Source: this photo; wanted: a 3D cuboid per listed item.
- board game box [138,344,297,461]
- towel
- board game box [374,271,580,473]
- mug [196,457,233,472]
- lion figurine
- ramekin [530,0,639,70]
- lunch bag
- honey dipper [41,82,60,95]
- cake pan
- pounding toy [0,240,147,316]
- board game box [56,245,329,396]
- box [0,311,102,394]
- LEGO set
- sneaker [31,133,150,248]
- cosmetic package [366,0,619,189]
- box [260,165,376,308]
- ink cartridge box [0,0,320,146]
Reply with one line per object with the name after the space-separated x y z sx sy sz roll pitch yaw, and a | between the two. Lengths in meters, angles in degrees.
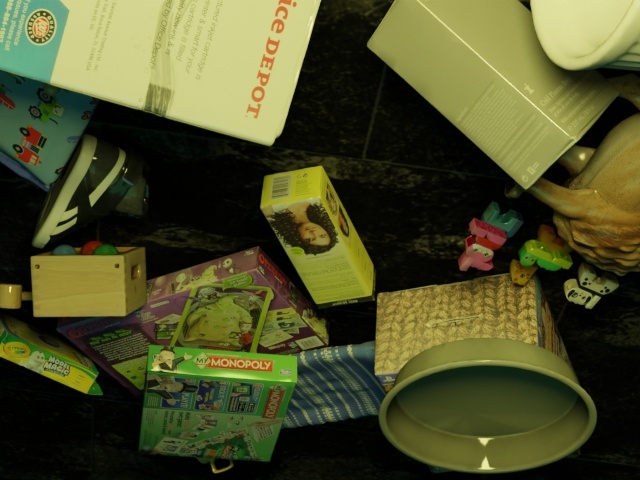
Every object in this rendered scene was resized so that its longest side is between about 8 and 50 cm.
-0.160 0.250 2.155 0.213 0.046 0.317 4 150 -8 | board game box
-0.027 0.235 2.197 0.336 0.040 0.243 -12 150 17 | towel
0.231 0.195 2.077 0.232 0.141 0.291 -10 140 18 | board game box
-0.168 0.332 2.357 0.064 0.062 0.078 -22 114 17 | mug
0.374 -0.106 1.673 0.240 0.142 0.392 22 142 -13 | lion figurine
0.316 -0.288 1.355 0.135 0.277 0.277 8 143 -16 | ramekin
-0.388 -0.219 1.637 0.293 0.138 0.221 26 140 -12 | lunch bag
-0.335 -0.215 1.528 0.030 0.030 0.161 -31 108 37 | honey dipper
0.226 0.224 1.954 0.293 0.054 0.293 3 142 2 | cake pan
-0.347 0.047 1.979 0.206 0.094 0.181 -1 -175 7 | pounding toy
-0.186 0.125 2.108 0.346 0.056 0.208 -16 142 24 | board game box
-0.405 0.170 2.140 0.179 0.105 0.043 30 94 -28 | box
0.268 0.027 1.900 0.227 0.087 0.093 21 124 -21 | LEGO set
-0.291 -0.041 1.876 0.121 0.079 0.217 20 139 -19 | sneaker
0.182 -0.184 1.530 0.238 0.127 0.107 44 137 3 | cosmetic package
0.000 0.000 1.918 0.087 0.058 0.232 -10 140 18 | box
-0.168 -0.248 1.476 0.307 0.129 0.223 15 97 -13 | ink cartridge box
